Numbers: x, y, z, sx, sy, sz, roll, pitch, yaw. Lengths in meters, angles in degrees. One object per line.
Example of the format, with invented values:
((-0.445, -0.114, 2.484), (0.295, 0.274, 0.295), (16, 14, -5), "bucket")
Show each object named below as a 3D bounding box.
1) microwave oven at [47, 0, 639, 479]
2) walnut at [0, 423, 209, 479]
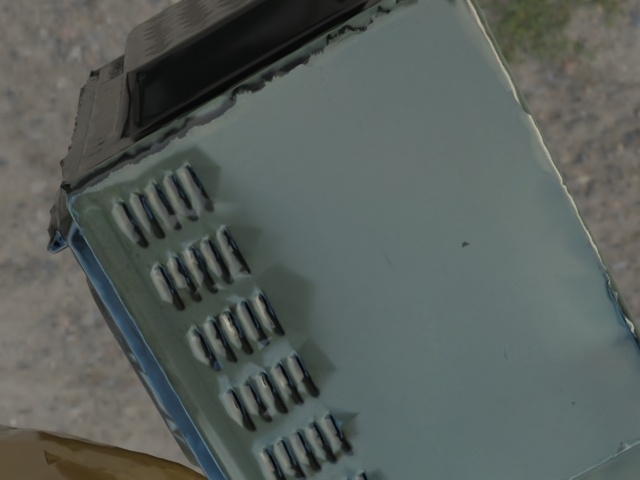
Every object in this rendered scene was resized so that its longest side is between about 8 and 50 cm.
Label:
((0.000, 0.000, 0.823), (0.218, 0.355, 0.286), (-30, 106, 2), "microwave oven")
((-0.129, 0.218, 0.395), (0.381, 0.381, 0.381), (-8, 148, -5), "walnut")
